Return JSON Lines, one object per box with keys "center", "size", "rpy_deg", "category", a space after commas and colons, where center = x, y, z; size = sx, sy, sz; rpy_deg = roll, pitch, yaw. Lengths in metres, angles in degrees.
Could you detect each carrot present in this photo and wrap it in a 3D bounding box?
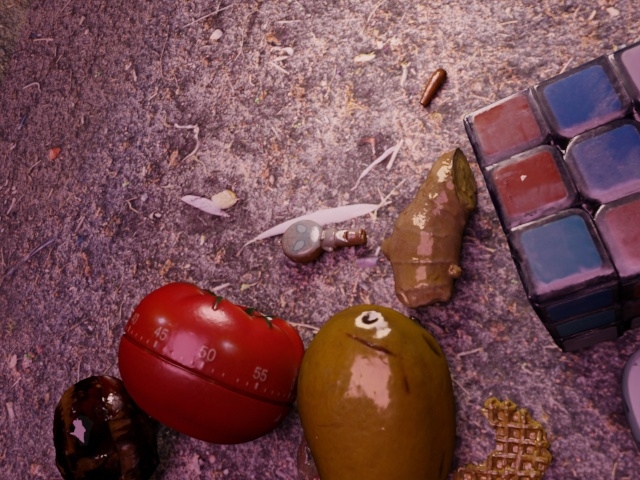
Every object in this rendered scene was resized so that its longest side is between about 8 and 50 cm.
{"center": [0.259, -0.355, 1.333], "size": [0.032, 0.032, 0.093], "rpy_deg": [34, 95, 33], "category": "carrot"}

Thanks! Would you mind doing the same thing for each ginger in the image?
{"center": [0.234, -0.028, 1.187], "size": [0.190, 0.126, 0.353], "rpy_deg": [18, 80, 43], "category": "ginger"}

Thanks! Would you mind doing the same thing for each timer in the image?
{"center": [-0.223, 0.251, 1.189], "size": [0.378, 0.378, 0.279], "rpy_deg": [19, 80, 32], "category": "timer"}

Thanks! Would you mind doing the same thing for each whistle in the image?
{"center": [0.000, 0.000, 1.344], "size": [0.220, 0.057, 0.107], "rpy_deg": [-6, 57, 22], "category": "whistle"}

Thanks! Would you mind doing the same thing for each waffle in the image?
{"center": [0.323, 0.388, 1.037], "size": [0.149, 0.051, 0.194], "rpy_deg": [38, 98, 33], "category": "waffle"}

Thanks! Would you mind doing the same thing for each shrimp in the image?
{"center": [-0.013, 0.428, 1.215], "size": [0.101, 0.042, 0.190], "rpy_deg": [-13, 69, 33], "category": "shrimp"}

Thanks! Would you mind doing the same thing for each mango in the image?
{"center": [0.097, 0.344, 1.075], "size": [0.302, 0.220, 0.444], "rpy_deg": [2, 78, 17], "category": "mango"}

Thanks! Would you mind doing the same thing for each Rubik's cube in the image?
{"center": [0.472, -0.062, 0.925], "size": [0.359, 0.363, 0.361], "rpy_deg": [-19, 61, 18], "category": "Rubik's cube"}

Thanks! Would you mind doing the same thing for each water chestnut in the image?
{"center": [-0.485, 0.453, 1.365], "size": [0.300, 0.300, 0.299], "rpy_deg": [-9, 69, 26], "category": "water chestnut"}

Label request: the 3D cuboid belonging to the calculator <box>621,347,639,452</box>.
{"center": [0.600, 0.303, 0.917], "size": [0.186, 0.041, 0.298], "rpy_deg": [-23, 62, 21], "category": "calculator"}
